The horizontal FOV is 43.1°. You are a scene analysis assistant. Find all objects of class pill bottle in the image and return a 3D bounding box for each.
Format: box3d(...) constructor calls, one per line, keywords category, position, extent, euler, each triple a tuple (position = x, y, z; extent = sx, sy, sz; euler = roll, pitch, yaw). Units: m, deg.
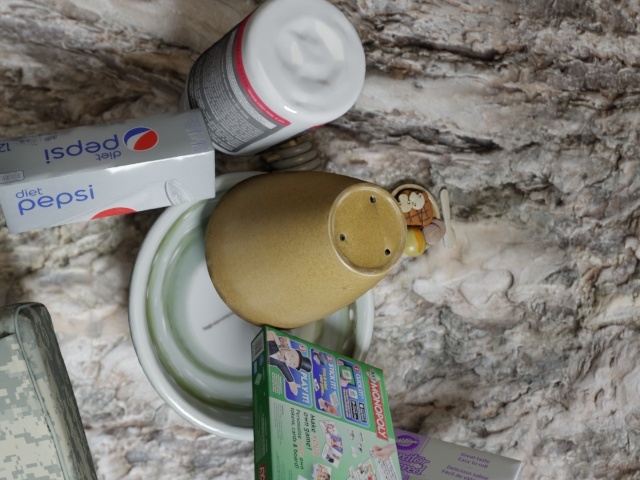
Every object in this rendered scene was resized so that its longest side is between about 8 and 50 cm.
box3d(category="pill bottle", position=(-0.089, -0.218, 1.164), extent=(0.176, 0.318, 0.176), euler=(5, 81, -30))

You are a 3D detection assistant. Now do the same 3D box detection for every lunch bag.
box3d(category="lunch bag", position=(-0.430, 0.237, 0.974), extent=(0.256, 0.212, 0.305), euler=(-17, 91, -11))

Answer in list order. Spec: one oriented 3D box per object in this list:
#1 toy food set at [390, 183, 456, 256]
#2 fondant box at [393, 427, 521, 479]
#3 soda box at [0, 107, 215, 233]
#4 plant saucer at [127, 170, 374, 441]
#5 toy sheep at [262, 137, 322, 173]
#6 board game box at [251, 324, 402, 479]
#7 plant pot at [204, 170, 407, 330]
box3d(category="toy food set", position=(0.171, -0.038, 1.450), extent=(0.192, 0.038, 0.132), euler=(-5, 86, -30))
box3d(category="fondant box", position=(0.133, 0.419, 1.179), extent=(0.330, 0.238, 0.096), euler=(-37, 130, -55))
box3d(category="soda box", position=(-0.291, -0.095, 1.106), extent=(0.286, 0.098, 0.091), euler=(-11, 53, -16))
box3d(category="plant saucer", position=(-0.108, 0.099, 1.238), extent=(0.400, 0.100, 0.401), euler=(5, 80, -29))
box3d(category="toy sheep", position=(-0.040, -0.115, 1.317), extent=(0.091, 0.091, 0.132), euler=(-28, 111, -30))
box3d(category="board game box", position=(0.011, 0.276, 1.092), extent=(0.213, 0.046, 0.317), euler=(25, 34, -25))
box3d(category="plant pot", position=(0.000, 0.000, 1.110), extent=(0.237, 0.254, 0.237), euler=(5, 80, -30))
